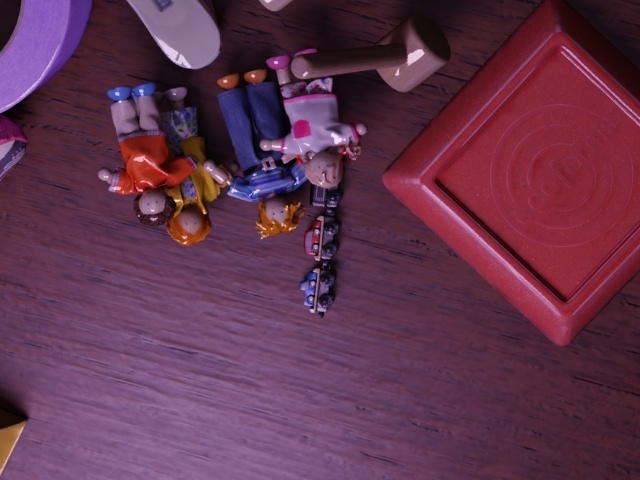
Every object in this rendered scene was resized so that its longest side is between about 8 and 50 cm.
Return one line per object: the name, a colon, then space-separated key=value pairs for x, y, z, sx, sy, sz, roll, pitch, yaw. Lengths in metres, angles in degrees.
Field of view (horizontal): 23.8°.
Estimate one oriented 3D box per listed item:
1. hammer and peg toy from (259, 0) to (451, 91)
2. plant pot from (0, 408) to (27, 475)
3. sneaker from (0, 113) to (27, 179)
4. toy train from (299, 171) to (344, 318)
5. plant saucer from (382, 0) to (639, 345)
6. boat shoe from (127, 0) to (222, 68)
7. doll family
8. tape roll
hammer and peg toy: x=0.002 y=-0.301 z=1.381 sx=0.127 sy=0.266 sz=0.361 roll=-34 pitch=93 yaw=26
plant pot: x=-0.367 y=0.205 z=1.557 sx=0.083 sy=0.081 sz=0.081 roll=29 pitch=98 yaw=12
sneaker: x=-0.400 y=-0.005 z=1.525 sx=0.299 sy=0.121 sz=0.112 roll=-47 pitch=121 yaw=6
toy train: x=0.000 y=0.000 z=1.534 sx=0.036 sy=0.027 sz=0.158 roll=5 pitch=97 yaw=6
plant saucer: x=0.238 y=-0.066 z=1.503 sx=0.259 sy=0.048 sz=0.258 roll=43 pitch=97 yaw=-1
boat shoe: x=-0.171 y=-0.271 z=1.478 sx=0.079 sy=0.081 sz=0.227 roll=-30 pitch=105 yaw=6
doll family: x=-0.087 y=-0.080 z=1.498 sx=0.263 sy=0.118 sz=0.163 roll=-13 pitch=83 yaw=-6
tape roll: x=-0.363 y=-0.254 z=1.466 sx=0.274 sy=0.090 sz=0.275 roll=3 pitch=109 yaw=8
